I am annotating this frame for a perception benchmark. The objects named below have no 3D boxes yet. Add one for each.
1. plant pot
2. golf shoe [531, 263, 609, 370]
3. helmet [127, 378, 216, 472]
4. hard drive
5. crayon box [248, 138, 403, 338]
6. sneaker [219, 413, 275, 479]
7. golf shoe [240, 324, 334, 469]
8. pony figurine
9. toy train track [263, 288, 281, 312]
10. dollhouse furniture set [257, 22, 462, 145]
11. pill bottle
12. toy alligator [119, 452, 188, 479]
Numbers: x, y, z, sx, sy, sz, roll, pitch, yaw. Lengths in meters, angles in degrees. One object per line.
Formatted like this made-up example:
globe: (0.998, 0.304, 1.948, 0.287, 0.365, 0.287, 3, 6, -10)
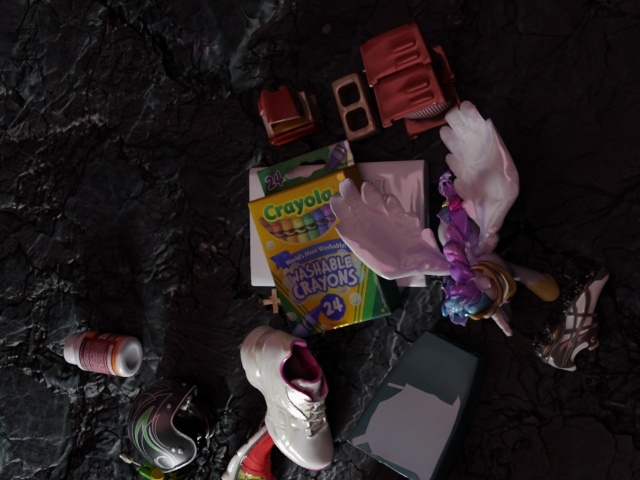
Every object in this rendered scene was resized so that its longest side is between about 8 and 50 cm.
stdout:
plant pot: (0.189, 0.287, 1.651, 0.166, 0.166, 0.234, 27, 93, 20)
golf shoe: (0.449, 0.134, 1.597, 0.094, 0.077, 0.198, 32, 106, 5)
helmet: (-0.301, 0.359, 1.852, 0.169, 0.169, 0.161, -30, 95, 20)
hard drive: (0.033, -0.029, 1.775, 0.353, 0.047, 0.232, -1, 90, 22)
crayon box: (0.000, 0.000, 1.707, 0.203, 0.083, 0.322, -18, 92, 24)
sneaker: (-0.126, 0.458, 1.828, 0.118, 0.107, 0.279, 29, 105, 2)
golf shoe: (-0.038, 0.299, 1.718, 0.140, 0.115, 0.306, -6, 116, 48)
pony figurine: (0.237, -0.005, 1.519, 0.303, 0.363, 0.351, -37, 77, 19)
toy train track: (-0.071, 0.117, 1.837, 0.083, 0.014, 0.048, -8, 80, 17)
dollhouse furniture set: (0.056, -0.238, 1.683, 0.374, 0.201, 0.152, -19, 83, 21)
pill bottle: (-0.458, 0.235, 1.957, 0.152, 0.086, 0.086, 5, 92, 22)
toy alligator: (-0.330, 0.480, 1.925, 0.190, 0.056, 0.051, 32, 60, 21)
